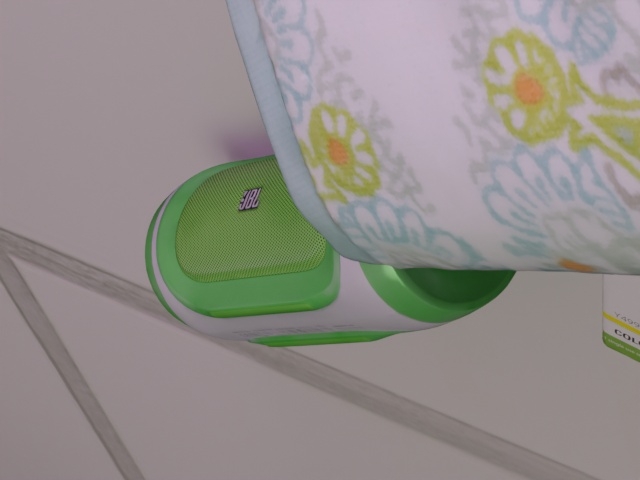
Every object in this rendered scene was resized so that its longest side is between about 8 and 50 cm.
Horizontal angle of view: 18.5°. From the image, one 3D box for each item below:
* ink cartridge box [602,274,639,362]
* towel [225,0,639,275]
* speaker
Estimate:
[{"bbox_3d":[0.242,-0.009,0.975,0.189,0.097,0.255,26,154,23],"label":"ink cartridge box"},{"bbox_3d":[0.048,-0.163,0.692,0.320,0.090,0.374,3,114,62],"label":"towel"},{"bbox_3d":[0.000,0.000,1.274,0.131,0.131,0.296,47,154,-20],"label":"speaker"}]
